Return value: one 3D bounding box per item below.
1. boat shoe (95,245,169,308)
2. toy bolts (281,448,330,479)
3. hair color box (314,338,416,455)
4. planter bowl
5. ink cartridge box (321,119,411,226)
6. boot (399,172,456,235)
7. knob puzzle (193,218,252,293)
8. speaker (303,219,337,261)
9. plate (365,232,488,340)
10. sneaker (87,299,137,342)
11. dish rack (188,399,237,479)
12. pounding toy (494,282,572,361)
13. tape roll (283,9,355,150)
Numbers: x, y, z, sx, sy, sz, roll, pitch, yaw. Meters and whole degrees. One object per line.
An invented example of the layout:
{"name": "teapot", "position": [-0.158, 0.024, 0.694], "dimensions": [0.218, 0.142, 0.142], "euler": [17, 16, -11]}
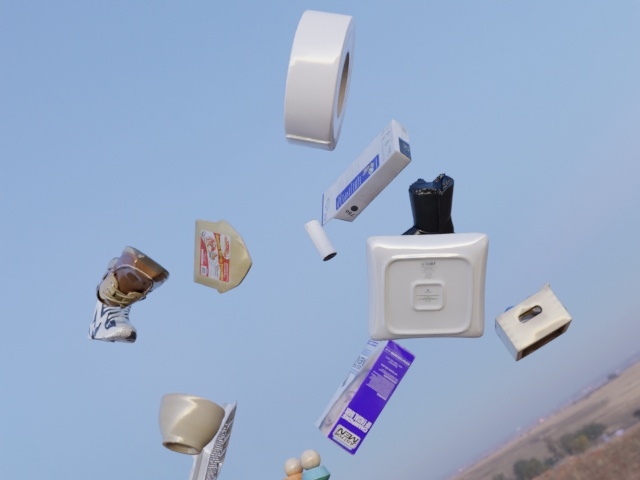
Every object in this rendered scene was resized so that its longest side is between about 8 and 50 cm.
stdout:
{"name": "boat shoe", "position": [-0.442, 0.102, 1.572], "dimensions": [0.120, 0.123, 0.324], "euler": [-60, 16, -23]}
{"name": "toy bolts", "position": [-0.073, 0.699, 1.959], "dimensions": [0.218, 0.158, 0.228], "euler": [1, -28, -41]}
{"name": "hair color box", "position": [0.130, 0.452, 2.043], "dimensions": [0.338, 0.110, 0.185], "euler": [-57, 8, -9]}
{"name": "planter bowl", "position": [-0.320, 0.450, 1.646], "dimensions": [0.162, 0.109, 0.162], "euler": [8, -33, 5]}
{"name": "ink cartridge box", "position": [0.125, -0.175, 1.935], "dimensions": [0.065, 0.165, 0.333], "euler": [30, -54, -23]}
{"name": "boot", "position": [0.239, -0.049, 1.755], "dimensions": [0.247, 0.094, 0.207], "euler": [-22, -55, -15]}
{"name": "knob puzzle", "position": [-0.244, 0.041, 1.743], "dimensions": [0.213, 0.213, 0.030], "euler": [-45, -19, 32]}
{"name": "speaker", "position": [0.000, 0.000, 2.241], "dimensions": [0.055, 0.136, 0.055], "euler": [-28, -19, -10]}
{"name": "plate", "position": [0.246, 0.119, 1.578], "dimensions": [0.277, 0.045, 0.278], "euler": [-2, -66, 4]}
{"name": "sneaker", "position": [-0.525, 0.183, 1.752], "dimensions": [0.094, 0.153, 0.235], "euler": [12, -14, -26]}
{"name": "dish rack", "position": [-0.358, 0.687, 2.191], "dimensions": [0.333, 0.072, 0.285], "euler": [-65, -10, -75]}
{"name": "pounding toy", "position": [0.389, 0.137, 1.246], "dimensions": [0.141, 0.100, 0.130], "euler": [-32, -23, 1]}
{"name": "tape roll", "position": [0.002, -0.334, 1.443], "dimensions": [0.100, 0.286, 0.286], "euler": [10, -24, 5]}
